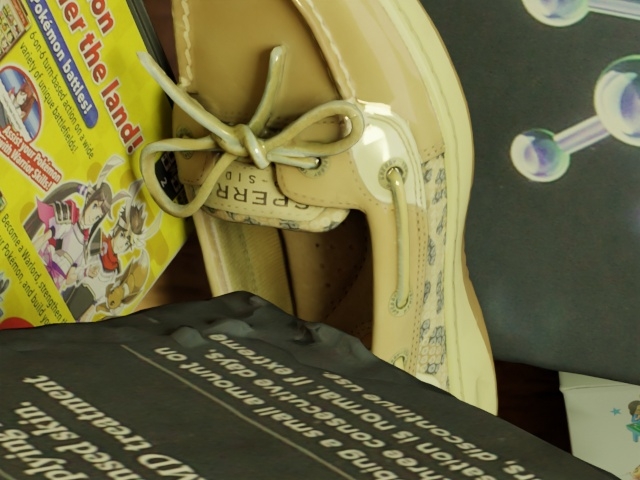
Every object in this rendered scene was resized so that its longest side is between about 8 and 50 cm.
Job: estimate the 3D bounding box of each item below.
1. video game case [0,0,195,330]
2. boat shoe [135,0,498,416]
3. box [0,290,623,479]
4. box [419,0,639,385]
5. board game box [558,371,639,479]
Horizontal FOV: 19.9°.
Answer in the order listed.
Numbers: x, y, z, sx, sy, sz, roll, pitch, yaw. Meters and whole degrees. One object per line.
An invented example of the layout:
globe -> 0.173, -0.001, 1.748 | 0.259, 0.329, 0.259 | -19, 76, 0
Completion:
video game case -> -0.146, -0.023, 0.590 | 0.248, 0.035, 0.275 | -55, 145, -29
boat shoe -> 0.000, 0.000, 0.690 | 0.089, 0.104, 0.285 | -46, 131, -37
box -> -0.147, 0.292, 0.375 | 0.471, 0.297, 0.480 | -5, 109, -39
box -> 0.204, -0.105, 0.747 | 0.212, 0.395, 0.293 | -50, 143, -54
board game box -> 0.198, 0.096, 1.081 | 0.224, 0.097, 0.303 | -85, 166, -45
